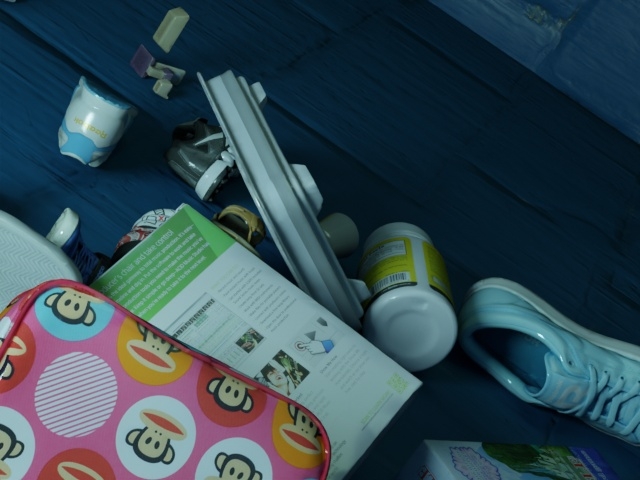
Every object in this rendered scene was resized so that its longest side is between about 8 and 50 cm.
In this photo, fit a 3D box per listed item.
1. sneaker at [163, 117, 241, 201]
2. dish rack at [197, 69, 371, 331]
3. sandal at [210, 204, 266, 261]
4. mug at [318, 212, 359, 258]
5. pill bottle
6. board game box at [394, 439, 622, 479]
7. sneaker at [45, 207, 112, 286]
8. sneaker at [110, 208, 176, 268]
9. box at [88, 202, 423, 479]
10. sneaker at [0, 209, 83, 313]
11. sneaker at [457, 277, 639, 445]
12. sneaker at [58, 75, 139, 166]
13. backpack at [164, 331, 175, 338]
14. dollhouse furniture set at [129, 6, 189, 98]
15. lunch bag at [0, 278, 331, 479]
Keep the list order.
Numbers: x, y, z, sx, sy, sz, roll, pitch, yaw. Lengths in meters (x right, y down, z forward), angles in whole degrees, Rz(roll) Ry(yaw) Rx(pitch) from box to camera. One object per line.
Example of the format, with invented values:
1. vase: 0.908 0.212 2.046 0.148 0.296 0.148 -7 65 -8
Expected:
1. sneaker: -0.143 -0.130 2.028 0.106 0.078 0.234 36 25 2
2. dish rack: -0.038 -0.049 1.819 0.286 0.072 0.333 62 0 -39
3. sandal: -0.087 -0.013 1.681 0.072 0.049 0.180 40 5 -9
4. mug: 0.003 0.003 2.000 0.064 0.078 0.062 -24 92 -54
5. pill bottle: 0.106 0.066 1.910 0.119 0.119 0.208 27 24 -14
6. board game box: 0.282 0.352 1.631 0.318 0.066 0.319 9 32 -44
7. sneaker: -0.246 0.019 1.542 0.084 0.152 0.058 34 66 -8
8. sneaker: -0.102 0.056 1.690 0.270 0.090 0.145 28 25 -6
9. box: -0.085 0.126 1.512 0.322 0.058 0.232 38 46 9
10. sneaker: -0.348 -0.024 1.477 0.292 0.108 0.169 24 23 2
11. sneaker: 0.332 0.191 1.966 0.365 0.135 0.150 27 29 8
12. sneaker: -0.285 -0.146 1.875 0.087 0.092 0.229 29 3 -4
13. backpack: -0.209 0.141 1.317 0.188 0.144 0.166 22 30 -18
14. dollhouse furniture set: -0.201 -0.271 2.194 0.081 0.114 0.091 14 26 -47
15. lunch bag: -0.161 0.197 1.171 0.293 0.258 0.120 32 -17 -15
